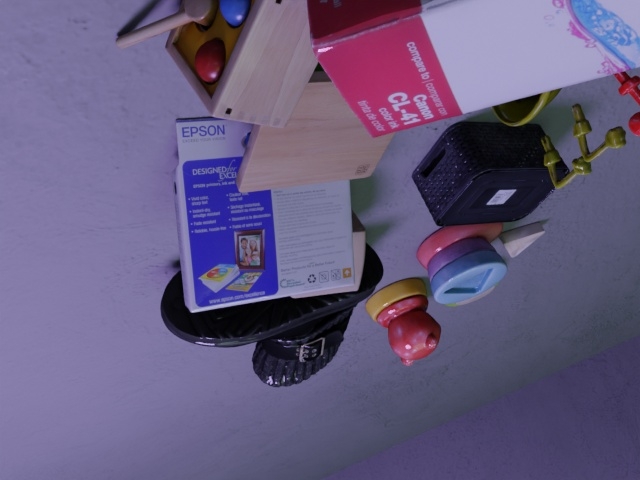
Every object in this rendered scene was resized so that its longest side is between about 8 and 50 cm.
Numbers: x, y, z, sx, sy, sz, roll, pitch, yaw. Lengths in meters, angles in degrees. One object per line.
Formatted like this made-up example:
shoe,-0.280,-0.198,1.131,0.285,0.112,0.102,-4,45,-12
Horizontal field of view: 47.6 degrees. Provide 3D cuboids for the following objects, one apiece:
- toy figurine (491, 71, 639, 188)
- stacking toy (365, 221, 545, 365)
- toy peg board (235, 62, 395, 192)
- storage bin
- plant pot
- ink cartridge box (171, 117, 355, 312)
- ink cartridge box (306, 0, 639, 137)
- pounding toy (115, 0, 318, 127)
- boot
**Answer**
toy figurine,0.337,-0.230,0.716,0.217,0.191,0.362,-31,166,-18
stacking toy,0.264,0.095,1.298,0.279,0.130,0.309,-5,148,-30
toy peg board,-0.004,-0.135,0.745,0.161,0.079,0.161,-9,151,-25
storage bin,0.234,-0.090,0.998,0.180,0.084,0.122,-5,148,-32
plant pot,0.000,0.000,0.969,0.109,0.109,0.096,-4,134,-32
ink cartridge box,-0.060,-0.038,0.816,0.206,0.208,0.045,-7,-169,-26
ink cartridge box,0.146,-0.221,0.466,0.306,0.226,0.131,-11,155,17
pounding toy,-0.080,-0.172,0.588,0.100,0.141,0.130,3,128,-40
boot,-0.084,0.130,1.096,0.348,0.131,0.260,-8,149,-28
